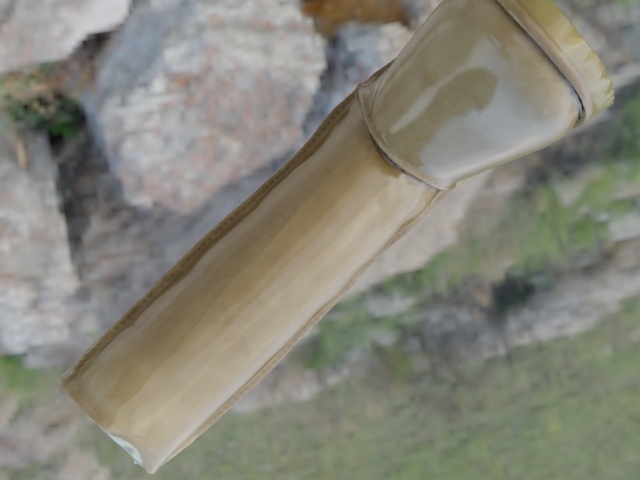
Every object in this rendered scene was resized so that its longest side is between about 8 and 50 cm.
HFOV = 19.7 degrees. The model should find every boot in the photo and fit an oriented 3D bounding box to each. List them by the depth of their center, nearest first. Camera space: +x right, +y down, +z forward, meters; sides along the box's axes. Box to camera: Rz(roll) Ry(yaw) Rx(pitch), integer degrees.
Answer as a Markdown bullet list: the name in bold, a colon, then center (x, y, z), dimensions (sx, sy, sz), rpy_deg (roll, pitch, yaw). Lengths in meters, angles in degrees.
- **boot**: center (0.000, 0.000, 0.853), dimensions (0.269, 0.089, 0.236), rpy_deg (-43, 180, -6)
